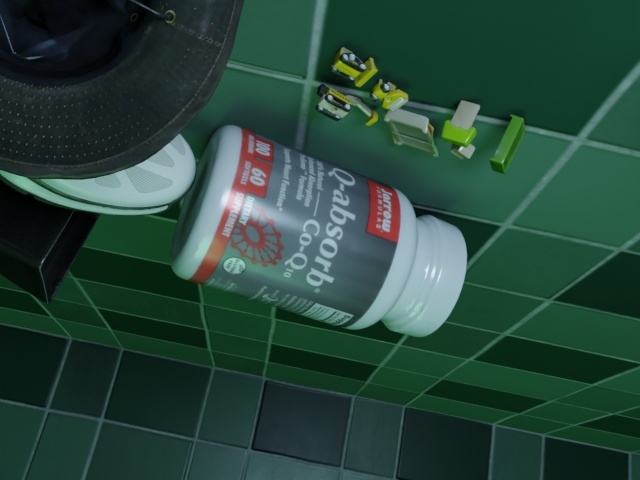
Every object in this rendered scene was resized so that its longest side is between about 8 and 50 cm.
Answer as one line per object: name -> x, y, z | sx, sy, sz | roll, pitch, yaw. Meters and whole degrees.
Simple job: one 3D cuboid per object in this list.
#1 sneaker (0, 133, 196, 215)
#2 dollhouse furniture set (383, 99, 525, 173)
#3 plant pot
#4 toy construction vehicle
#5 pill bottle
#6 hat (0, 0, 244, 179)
sneaker -> -0.290, -0.171, 0.723 | 0.447, 0.169, 0.257 | 29, 153, -30
dollhouse furniture set -> 0.153, -0.132, 0.799 | 0.151, 0.059, 0.076 | 22, 171, 26
plant pot -> -0.460, -0.039, 1.072 | 0.167, 0.187, 0.188 | 25, 153, -8
toy construction vehicle -> 0.041, -0.168, 0.761 | 0.098, 0.035, 0.086 | 20, 145, -26
pill bottle -> 0.000, 0.000, 0.937 | 0.363, 0.210, 0.210 | 19, 156, -19
hat -> -0.211, -0.221, 0.535 | 0.331, 0.331, 0.134 | 20, -166, -20
